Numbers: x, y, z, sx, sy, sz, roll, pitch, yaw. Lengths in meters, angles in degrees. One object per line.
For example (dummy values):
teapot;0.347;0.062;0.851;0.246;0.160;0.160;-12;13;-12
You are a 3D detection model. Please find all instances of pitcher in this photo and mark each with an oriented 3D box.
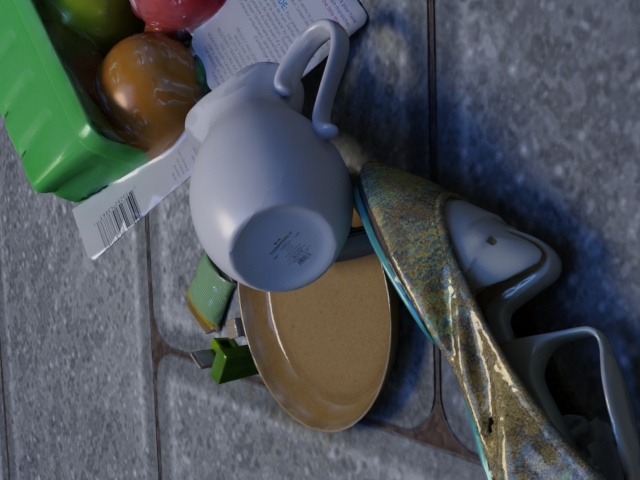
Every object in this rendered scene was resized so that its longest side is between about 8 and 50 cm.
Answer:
pitcher;-0.029;-0.072;0.938;0.178;0.125;0.207;-49;31;23

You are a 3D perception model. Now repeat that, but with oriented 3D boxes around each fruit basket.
fruit basket;-0.151;-0.205;1.137;0.353;0.165;0.327;-38;63;15

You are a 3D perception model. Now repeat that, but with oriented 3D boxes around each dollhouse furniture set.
dollhouse furniture set;-0.113;0.082;1.215;0.152;0.058;0.076;50;133;37

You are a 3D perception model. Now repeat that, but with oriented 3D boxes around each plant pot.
plant pot;0.000;0.054;1.076;0.236;0.032;0.236;14;107;52

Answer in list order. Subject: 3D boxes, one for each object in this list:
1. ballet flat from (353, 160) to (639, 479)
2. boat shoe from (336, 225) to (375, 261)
ballet flat;0.135;0.067;0.830;0.123;0.123;0.348;-53;50;45
boat shoe;0.000;0.000;0.997;0.142;0.049;0.040;-15;84;57
